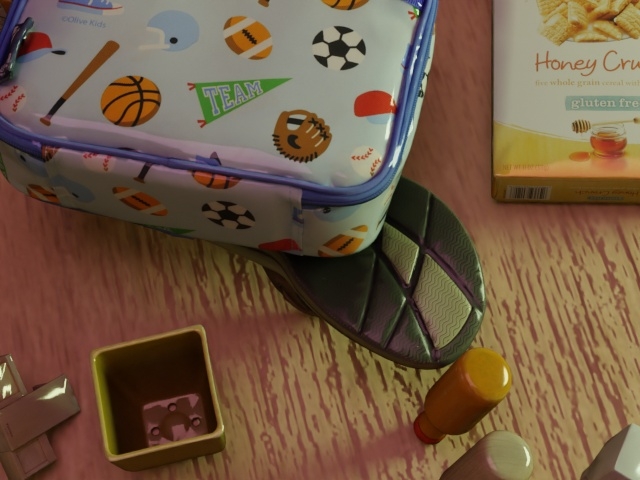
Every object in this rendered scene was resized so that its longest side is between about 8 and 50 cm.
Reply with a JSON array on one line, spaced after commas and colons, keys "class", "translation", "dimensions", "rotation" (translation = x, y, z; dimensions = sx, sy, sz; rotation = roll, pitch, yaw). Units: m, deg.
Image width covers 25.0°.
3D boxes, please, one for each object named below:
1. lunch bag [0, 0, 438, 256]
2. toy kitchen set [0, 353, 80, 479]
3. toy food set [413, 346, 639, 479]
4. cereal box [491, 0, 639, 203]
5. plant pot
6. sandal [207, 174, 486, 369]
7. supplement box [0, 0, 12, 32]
[{"class": "lunch bag", "translation": [-0.077, -0.127, 0.995], "dimensions": [0.303, 0.115, 0.243], "rotation": [13, 65, 4]}, {"class": "toy kitchen set", "translation": [-0.227, 0.124, 1.043], "dimensions": [0.068, 0.075, 0.083], "rotation": [-30, 101, -47]}, {"class": "toy food set", "translation": [0.163, 0.181, 0.962], "dimensions": [0.232, 0.104, 0.111], "rotation": [31, 57, -2]}, {"class": "cereal box", "translation": [0.218, -0.144, 1.111], "dimensions": [0.173, 0.047, 0.240], "rotation": [0, 66, 5]}, {"class": "plant pot", "translation": [-0.108, 0.118, 1.001], "dimensions": [0.081, 0.083, 0.081], "rotation": [-13, 66, -1]}, {"class": "sandal", "translation": [0.000, -0.002, 1.053], "dimensions": [0.302, 0.086, 0.120], "rotation": [31, 69, 34]}, {"class": "supplement box", "translation": [-0.323, -0.236, 1.183], "dimensions": [0.233, 0.080, 0.078], "rotation": [18, 70, 11]}]
